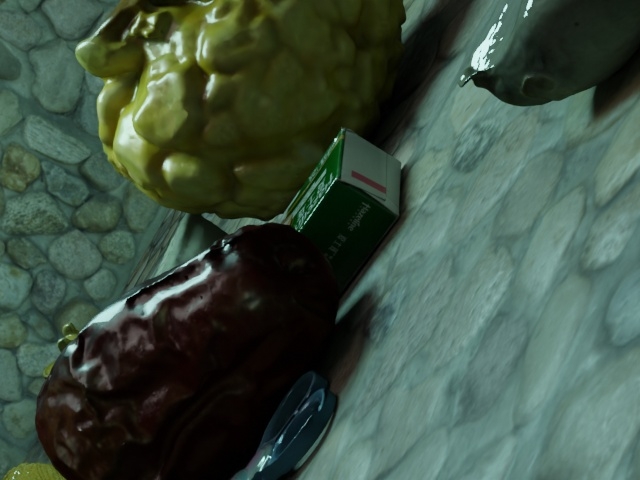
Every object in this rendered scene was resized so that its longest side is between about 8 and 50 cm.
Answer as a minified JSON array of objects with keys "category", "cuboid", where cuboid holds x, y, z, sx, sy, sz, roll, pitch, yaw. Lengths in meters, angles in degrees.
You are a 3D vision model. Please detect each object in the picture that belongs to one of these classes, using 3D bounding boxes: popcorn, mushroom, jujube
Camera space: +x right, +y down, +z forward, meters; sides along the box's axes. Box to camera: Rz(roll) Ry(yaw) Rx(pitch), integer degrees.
[{"category":"popcorn","cuboid":[-0.080,-0.193,1.947,0.344,0.390,0.354,90,164,-74]},{"category":"mushroom","cuboid":[0.212,-0.192,1.135,0.097,0.109,0.351,-45,1,-33]},{"category":"jujube","cuboid":[-0.123,0.126,1.573,0.342,0.216,0.216,-47,14,21]}]

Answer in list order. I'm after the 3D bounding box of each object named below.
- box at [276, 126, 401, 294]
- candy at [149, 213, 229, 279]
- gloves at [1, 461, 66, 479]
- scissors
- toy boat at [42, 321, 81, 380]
[{"category":"box","cuboid":[0.000,0.000,1.669,0.199,0.081,0.135,-57,11,23]},{"category":"candy","cuboid":[-0.169,0.138,1.883,0.208,0.145,0.359,-53,12,23]},{"category":"gloves","cuboid":[-0.356,0.365,2.075,0.203,0.155,0.356,-57,7,-11]},{"category":"scissors","cuboid":[-0.069,0.231,1.458,0.256,0.030,0.125,-55,11,3]},{"category":"toy boat","cuboid":[-0.278,0.211,2.036,0.088,0.226,0.068,-21,19,8]}]
